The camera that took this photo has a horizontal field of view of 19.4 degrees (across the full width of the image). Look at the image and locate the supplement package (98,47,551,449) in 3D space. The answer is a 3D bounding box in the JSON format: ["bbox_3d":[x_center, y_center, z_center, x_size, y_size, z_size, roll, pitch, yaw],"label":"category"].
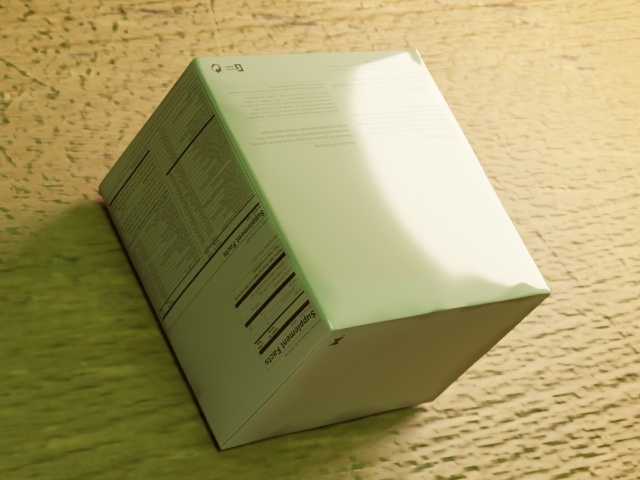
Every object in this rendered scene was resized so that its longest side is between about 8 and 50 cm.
[{"bbox_3d":[0.000,0.000,1.217,0.194,0.149,0.203,-7,61,-40],"label":"supplement package"}]
